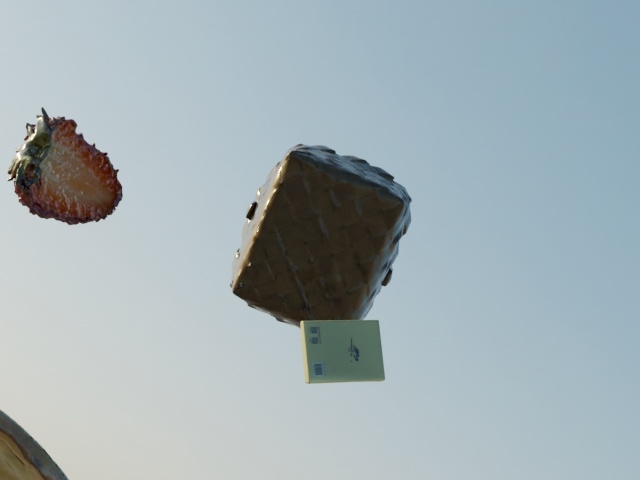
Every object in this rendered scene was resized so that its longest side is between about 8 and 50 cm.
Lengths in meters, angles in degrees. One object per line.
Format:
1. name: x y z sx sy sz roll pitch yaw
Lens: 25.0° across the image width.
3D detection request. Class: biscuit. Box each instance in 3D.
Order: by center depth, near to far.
1. biscuit: -0.312 0.197 1.347 0.260 0.041 0.203 42 -30 14

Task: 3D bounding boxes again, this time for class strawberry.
1. strawberry: -0.396 -0.087 2.174 0.087 0.167 0.208 0 -33 29

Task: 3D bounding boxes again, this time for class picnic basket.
1. picnic basket: 0.000 0.000 2.289 0.254 0.291 0.321 24 2 1

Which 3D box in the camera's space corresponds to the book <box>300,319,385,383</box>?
1. book: 0.027 0.136 1.767 0.111 0.077 0.014 1 -13 -30
